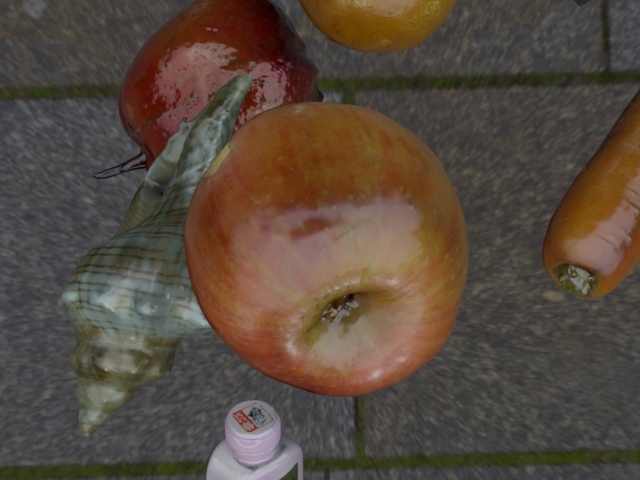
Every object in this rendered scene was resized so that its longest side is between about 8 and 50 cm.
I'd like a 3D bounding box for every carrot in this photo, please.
[{"bbox_3d":[0.168,-0.069,0.563,0.043,0.043,0.248,36,66,2],"label":"carrot"}]

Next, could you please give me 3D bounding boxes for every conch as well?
[{"bbox_3d":[-0.150,0.021,1.267,0.169,0.203,0.386,46,66,-29],"label":"conch"}]

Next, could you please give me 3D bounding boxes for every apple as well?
[{"bbox_3d":[0.000,0.000,1.058,0.242,0.241,0.242,-7,124,-11],"label":"apple"}]

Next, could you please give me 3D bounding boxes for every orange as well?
[{"bbox_3d":[0.054,-0.235,1.076,0.155,0.134,0.154,-17,61,34],"label":"orange"}]

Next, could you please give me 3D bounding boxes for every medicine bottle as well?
[{"bbox_3d":[-0.076,0.285,1.457,0.115,0.219,0.078,-26,44,-30],"label":"medicine bottle"}]

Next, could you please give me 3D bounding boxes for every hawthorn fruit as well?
[{"bbox_3d":[-0.146,-0.152,1.504,0.300,0.254,0.254,-27,87,-5],"label":"hawthorn fruit"}]

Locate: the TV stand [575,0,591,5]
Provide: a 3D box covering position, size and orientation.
[{"bbox_3d":[0.213,-0.358,1.225,0.269,0.083,0.088,39,48,-30],"label":"TV stand"}]
